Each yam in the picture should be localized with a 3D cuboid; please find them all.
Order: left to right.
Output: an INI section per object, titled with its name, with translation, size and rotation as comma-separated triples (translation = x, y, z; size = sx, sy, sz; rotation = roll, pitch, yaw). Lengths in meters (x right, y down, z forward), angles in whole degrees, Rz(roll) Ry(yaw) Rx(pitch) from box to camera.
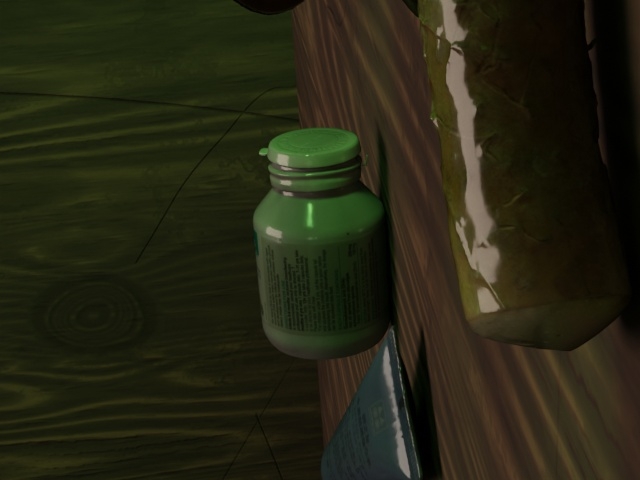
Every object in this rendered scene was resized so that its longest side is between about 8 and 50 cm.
[yam]
translation = 0.069, -0.134, 0.578
size = 0.081, 0.081, 0.356
rotation = -169, 72, -87

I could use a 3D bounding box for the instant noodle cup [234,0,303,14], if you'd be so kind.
[instant noodle cup]
translation = 0.014, -0.256, 0.818
size = 0.274, 0.091, 0.274
rotation = 6, -90, -67

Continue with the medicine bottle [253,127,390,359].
[medicine bottle]
translation = 0.000, 0.000, 1.559
size = 0.135, 0.135, 0.215
rotation = -103, 7, -68

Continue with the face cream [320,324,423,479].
[face cream]
translation = 0.053, 0.201, 1.471
size = 0.385, 0.086, 0.135
rotation = 107, 155, -69

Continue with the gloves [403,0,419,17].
[gloves]
translation = 0.044, -0.228, 0.688
size = 0.135, 0.107, 0.268
rotation = -36, -56, -57
